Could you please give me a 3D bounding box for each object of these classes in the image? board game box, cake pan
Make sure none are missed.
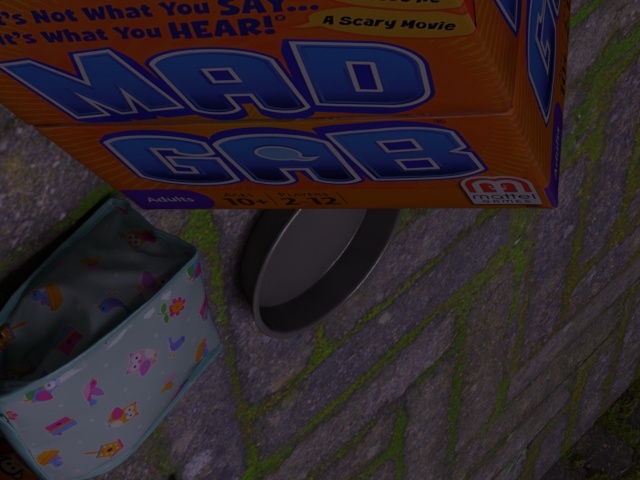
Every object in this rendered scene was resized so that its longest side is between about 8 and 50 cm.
[{"bbox_3d":[-0.023,-0.247,0.890,0.356,0.356,0.356,45,49,-62],"label":"board game box"},{"bbox_3d":[0.000,0.000,1.690,0.293,0.054,0.293,-37,149,-27],"label":"cake pan"}]

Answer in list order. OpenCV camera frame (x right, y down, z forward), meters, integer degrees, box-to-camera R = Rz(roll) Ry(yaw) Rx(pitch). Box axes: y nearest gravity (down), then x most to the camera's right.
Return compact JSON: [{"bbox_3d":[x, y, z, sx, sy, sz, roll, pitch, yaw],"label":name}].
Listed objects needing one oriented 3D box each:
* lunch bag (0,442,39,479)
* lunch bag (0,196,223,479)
[{"bbox_3d":[-0.393,0.378,1.461,0.258,0.120,0.293,-18,136,-49],"label":"lunch bag"},{"bbox_3d":[-0.247,0.123,1.346,0.262,0.160,0.223,-47,154,-23],"label":"lunch bag"}]
